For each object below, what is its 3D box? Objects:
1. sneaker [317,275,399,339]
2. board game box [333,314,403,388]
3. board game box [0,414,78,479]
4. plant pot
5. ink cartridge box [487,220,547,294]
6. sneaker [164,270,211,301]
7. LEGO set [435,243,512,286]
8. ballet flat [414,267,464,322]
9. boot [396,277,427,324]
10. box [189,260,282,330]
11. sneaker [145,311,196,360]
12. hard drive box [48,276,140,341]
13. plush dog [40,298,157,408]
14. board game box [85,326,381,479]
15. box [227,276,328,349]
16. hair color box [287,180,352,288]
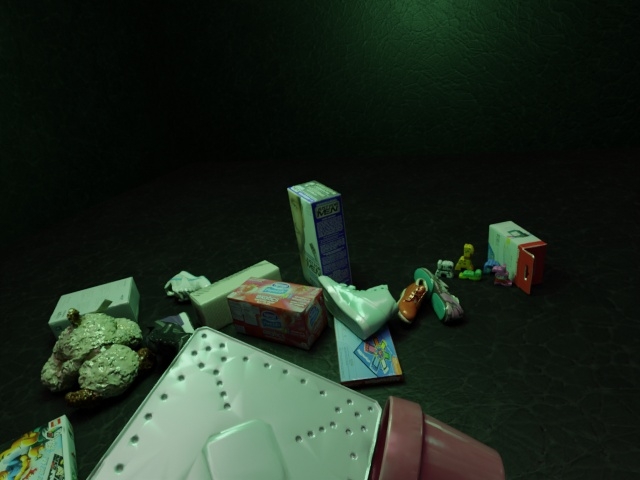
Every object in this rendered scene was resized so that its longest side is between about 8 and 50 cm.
[{"bbox_3d":[0.106,0.159,1.129,0.151,0.094,0.256,-26,39,-21],"label":"sneaker"},{"bbox_3d":[0.113,0.265,1.048,0.144,0.027,0.281,-9,25,2],"label":"board game box"},{"bbox_3d":[-0.567,0.488,0.756,0.192,0.053,0.305,-23,29,-27],"label":"board game box"},{"bbox_3d":[0.176,0.371,0.633,0.180,0.202,0.201,13,29,8],"label":"plant pot"},{"bbox_3d":[0.605,0.047,1.227,0.077,0.134,0.231,-10,26,-4],"label":"ink cartridge box"},{"bbox_3d":[-0.439,0.170,1.370,0.228,0.088,0.092,5,34,41],"label":"sneaker"},{"bbox_3d":[0.484,0.068,1.269,0.227,0.093,0.087,6,28,29],"label":"LEGO set"},{"bbox_3d":[0.346,0.157,1.165,0.079,0.077,0.221,5,27,-15],"label":"ballet flat"},{"bbox_3d":[0.260,0.166,1.131,0.059,0.085,0.158,37,34,-3],"label":"boot"},{"bbox_3d":[-0.256,0.171,1.268,0.275,0.113,0.094,-23,28,-32],"label":"box"},{"bbox_3d":[-0.389,0.282,1.061,0.124,0.107,0.283,-6,11,-30],"label":"sneaker"},{"bbox_3d":[-0.731,0.225,1.325,0.232,0.089,0.181,-16,26,-14],"label":"hard drive box"},{"bbox_3d":[-0.561,0.300,1.035,0.225,0.211,0.262,37,47,22],"label":"plush dog"},{"bbox_3d":[-0.124,0.366,0.650,0.389,0.050,0.390,22,40,5],"label":"board game box"},{"bbox_3d":[-0.120,0.199,1.142,0.256,0.128,0.122,5,28,29],"label":"box"},{"bbox_3d":[0.000,0.000,1.276,0.110,0.339,0.185,-17,26,-20],"label":"hair color box"}]
